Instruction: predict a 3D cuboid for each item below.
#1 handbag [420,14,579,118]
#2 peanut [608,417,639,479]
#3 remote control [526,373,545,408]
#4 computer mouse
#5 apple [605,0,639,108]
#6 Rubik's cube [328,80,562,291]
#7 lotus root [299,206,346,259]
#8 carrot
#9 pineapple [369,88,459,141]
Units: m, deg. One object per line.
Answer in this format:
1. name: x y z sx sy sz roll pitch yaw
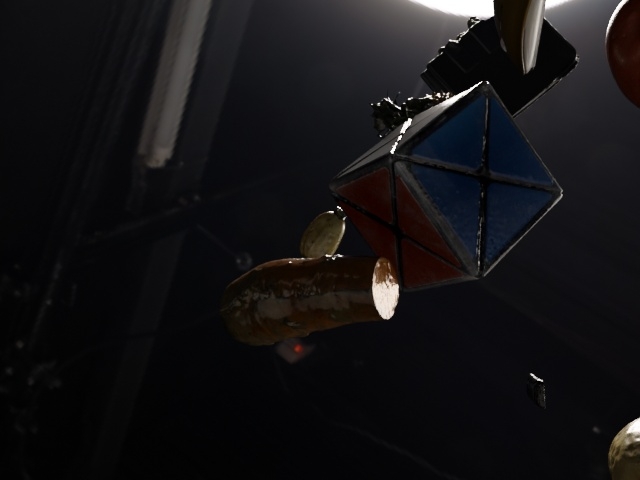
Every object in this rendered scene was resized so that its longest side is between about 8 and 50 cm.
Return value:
1. handbag: 0.414 -0.422 2.193 0.326 0.269 0.118 -37 -6 -19
2. peanut: 0.527 0.391 1.399 0.159 0.291 0.143 22 -47 -32
3. remote control: 0.287 0.202 1.234 0.096 0.014 0.039 17 -112 -85
4. computer mouse: 0.317 -0.377 1.471 0.056 0.126 0.245 -13 -37 -6
5. apple: 0.771 -0.425 1.925 0.277 0.348 0.348 24 -80 -43
6. Rubik's cube: 0.214 -0.085 1.596 0.260 0.259 0.255 -38 10 -25
7. lotus root: 0.000 0.000 1.825 0.152 0.072 0.063 -61 -3 3
8. carrot: -0.023 0.089 1.464 0.139 0.302 0.138 29 -124 -55
9. pineapple: 0.197 -0.255 1.886 0.251 0.125 0.125 -8 -50 -42
